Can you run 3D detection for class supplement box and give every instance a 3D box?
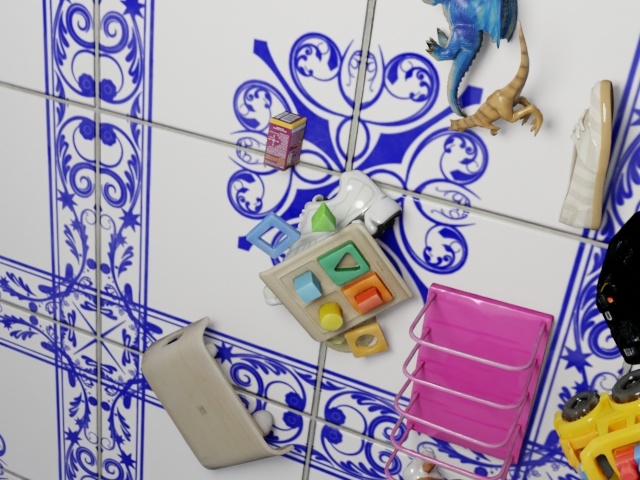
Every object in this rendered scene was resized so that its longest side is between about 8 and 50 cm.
[{"bbox_3d":[-0.058,-0.163,1.320,0.043,0.055,0.083,21,118,17],"label":"supplement box"}]

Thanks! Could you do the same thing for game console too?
[{"bbox_3d":[0.487,0.149,1.108,0.044,0.213,0.361,-20,105,43],"label":"game console"}]

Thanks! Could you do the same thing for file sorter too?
[{"bbox_3d":[0.228,0.256,1.290,0.202,0.182,0.291,15,117,19],"label":"file sorter"}]

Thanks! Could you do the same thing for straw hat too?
[{"bbox_3d":[0.022,0.149,1.413,0.144,0.061,0.145,9,114,21],"label":"straw hat"}]

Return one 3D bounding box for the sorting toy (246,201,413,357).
[{"bbox_3d":[0.028,0.081,1.285,0.196,0.047,0.348,-26,125,17],"label":"sorting toy"}]

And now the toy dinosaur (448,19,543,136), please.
[{"bbox_3d":[0.257,-0.193,1.115,0.112,0.064,0.211,17,144,-20],"label":"toy dinosaur"}]

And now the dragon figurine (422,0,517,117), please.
[{"bbox_3d":[0.220,-0.307,1.109,0.144,0.085,0.289,-2,109,26],"label":"dragon figurine"}]

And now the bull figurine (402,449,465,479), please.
[{"bbox_3d":[0.265,0.464,1.353,0.188,0.310,0.101,16,100,-25],"label":"bull figurine"}]

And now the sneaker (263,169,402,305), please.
[{"bbox_3d":[0.000,0.000,1.343,0.292,0.110,0.118,-42,82,24],"label":"sneaker"}]

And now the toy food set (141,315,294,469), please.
[{"bbox_3d":[-0.204,0.308,1.584,0.219,0.092,0.306,-26,98,43],"label":"toy food set"}]

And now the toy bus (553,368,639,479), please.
[{"bbox_3d":[0.456,0.318,1.196,0.220,0.211,0.149,-31,98,33],"label":"toy bus"}]

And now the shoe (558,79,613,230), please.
[{"bbox_3d":[0.372,-0.116,1.126,0.058,0.076,0.219,6,116,17],"label":"shoe"}]
